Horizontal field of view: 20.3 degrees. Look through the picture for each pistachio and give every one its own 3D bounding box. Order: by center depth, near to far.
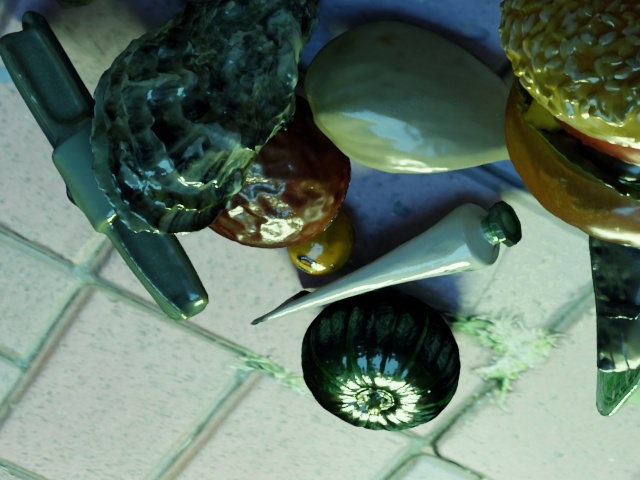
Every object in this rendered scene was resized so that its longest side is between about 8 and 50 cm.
[{"bbox_3d":[0.098,-0.136,1.827,0.238,0.138,0.153,22,105,-7],"label":"pistachio"}]

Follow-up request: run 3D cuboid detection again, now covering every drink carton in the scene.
[{"bbox_3d":[0.407,0.143,2.031,0.142,0.144,0.146,19,140,-11],"label":"drink carton"}]

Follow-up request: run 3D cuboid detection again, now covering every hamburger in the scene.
[{"bbox_3d":[0.320,-0.164,1.578,0.330,0.330,0.250,10,138,9],"label":"hamburger"}]

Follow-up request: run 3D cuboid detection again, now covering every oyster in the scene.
[{"bbox_3d":[-0.098,-0.162,1.752,0.158,0.351,0.162,21,159,46],"label":"oyster"}]

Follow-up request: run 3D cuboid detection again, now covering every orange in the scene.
[{"bbox_3d":[0.001,0.000,2.052,0.084,0.083,0.083,10,139,9],"label":"orange"}]

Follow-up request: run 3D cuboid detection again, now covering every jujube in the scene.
[{"bbox_3d":[-0.087,-0.092,1.902,0.243,0.183,0.183,29,138,-11],"label":"jujube"}]

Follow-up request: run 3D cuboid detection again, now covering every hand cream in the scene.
[{"bbox_3d":[0.078,0.032,2.051,0.336,0.121,0.076,-22,90,33],"label":"hand cream"}]

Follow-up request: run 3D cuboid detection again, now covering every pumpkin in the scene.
[{"bbox_3d":[0.072,0.150,2.150,0.202,0.140,0.202,10,142,8],"label":"pumpkin"}]

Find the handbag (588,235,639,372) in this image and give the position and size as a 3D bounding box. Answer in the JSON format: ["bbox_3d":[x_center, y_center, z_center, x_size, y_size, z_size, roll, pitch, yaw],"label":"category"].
[{"bbox_3d":[0.378,0.018,1.885,0.211,0.089,0.254,-3,104,22],"label":"handbag"}]

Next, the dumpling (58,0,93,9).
[{"bbox_3d":[-0.252,-0.278,1.867,0.052,0.057,0.076,24,126,52],"label":"dumpling"}]

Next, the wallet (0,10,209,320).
[{"bbox_3d":[-0.227,-0.070,1.862,0.083,0.252,0.360,-32,95,-3],"label":"wallet"}]
